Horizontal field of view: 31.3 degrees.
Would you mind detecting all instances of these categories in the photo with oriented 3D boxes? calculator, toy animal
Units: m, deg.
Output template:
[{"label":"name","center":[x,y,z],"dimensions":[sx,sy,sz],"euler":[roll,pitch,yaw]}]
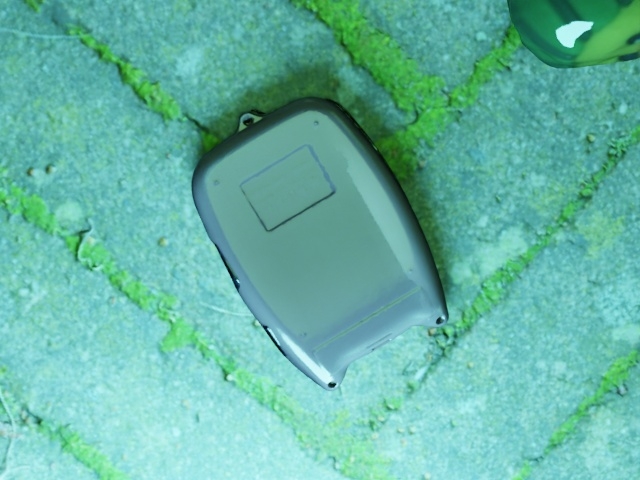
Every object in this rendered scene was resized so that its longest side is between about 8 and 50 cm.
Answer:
[{"label":"calculator","center":[0.000,0.001,1.130],"dimensions":[0.194,0.043,0.294],"euler":[-31,104,2]},{"label":"toy animal","center":[0.311,-0.291,1.028],"dimensions":[0.338,0.216,0.191],"euler":[-31,78,5]}]
